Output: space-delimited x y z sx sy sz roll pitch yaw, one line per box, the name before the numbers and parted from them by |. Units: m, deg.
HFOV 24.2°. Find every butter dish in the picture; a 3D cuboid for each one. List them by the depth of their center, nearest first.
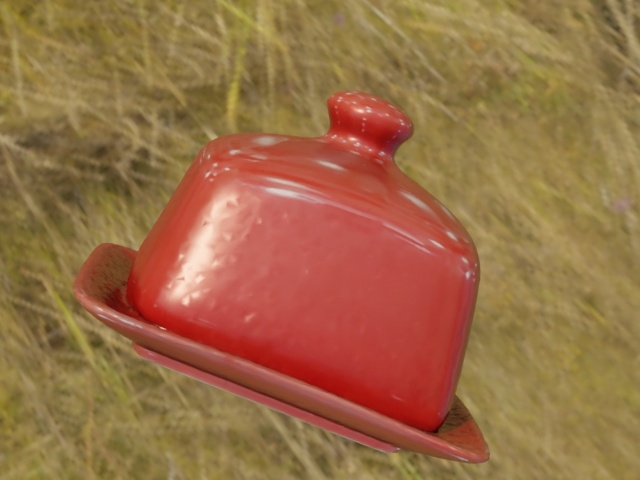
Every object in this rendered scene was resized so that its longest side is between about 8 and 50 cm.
butter dish | 0.000 0.000 0.571 0.160 0.160 0.118 23 94 -6
